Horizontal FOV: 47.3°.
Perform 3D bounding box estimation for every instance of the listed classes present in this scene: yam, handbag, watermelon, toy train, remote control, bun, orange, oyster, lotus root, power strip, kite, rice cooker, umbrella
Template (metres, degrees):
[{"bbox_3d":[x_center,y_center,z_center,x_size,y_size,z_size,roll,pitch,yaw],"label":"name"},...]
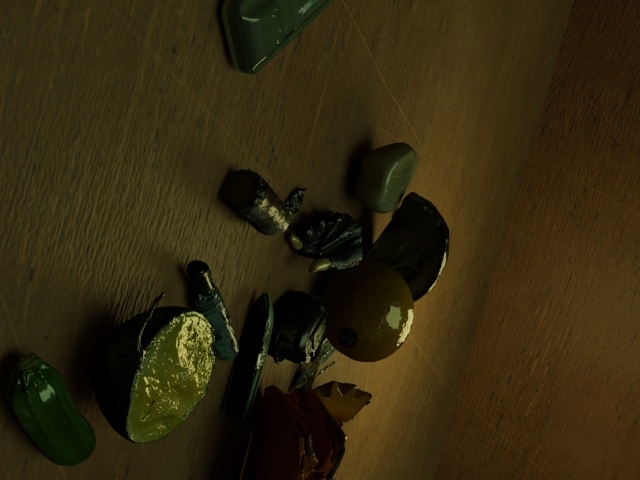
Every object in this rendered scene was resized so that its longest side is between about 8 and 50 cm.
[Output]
[{"bbox_3d":[-0.109,-0.062,1.257,0.079,0.079,0.141,-66,157,-12],"label":"yam"},{"bbox_3d":[-0.076,0.519,1.471,0.303,0.116,0.409,-145,-111,-69],"label":"handbag"},{"bbox_3d":[-0.254,0.184,1.066,0.204,0.127,0.232,-65,156,-13],"label":"watermelon"},{"bbox_3d":[-0.130,0.221,1.422,0.048,0.055,0.251,6,102,-64],"label":"toy train"},{"bbox_3d":[-0.038,-0.402,1.186,0.335,0.066,0.128,-52,151,-34],"label":"remote control"},{"bbox_3d":[0.139,-0.150,1.650,0.173,0.114,0.166,-13,125,-63],"label":"bun"},{"bbox_3d":[0.105,0.158,1.659,0.236,0.236,0.236,-42,142,-46],"label":"orange"},{"bbox_3d":[-0.049,-0.071,1.433,0.083,0.019,0.054,-60,152,-23],"label":"oyster"},{"bbox_3d":[0.211,0.030,1.755,0.142,0.210,0.314,-27,167,-47],"label":"lotus root"},{"bbox_3d":[0.043,0.227,1.797,0.227,0.029,0.079,-38,138,-49],"label":"power strip"},{"bbox_3d":[-0.017,0.323,1.726,0.160,0.010,0.182,-25,142,-42],"label":"kite"},{"bbox_3d":[-0.047,0.181,1.508,0.112,0.107,0.165,86,22,-45],"label":"rice cooker"},{"bbox_3d":[-0.187,0.124,1.253,0.053,0.052,0.250,-25,139,-11],"label":"umbrella"}]

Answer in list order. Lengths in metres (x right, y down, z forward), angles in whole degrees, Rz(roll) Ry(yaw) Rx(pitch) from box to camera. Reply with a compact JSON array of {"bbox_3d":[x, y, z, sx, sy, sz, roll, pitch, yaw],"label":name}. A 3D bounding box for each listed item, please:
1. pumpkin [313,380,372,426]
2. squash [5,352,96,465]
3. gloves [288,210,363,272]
[{"bbox_3d":[-0.007,0.409,1.761,0.254,0.130,0.149,-51,-169,8],"label":"pumpkin"},{"bbox_3d":[-0.356,0.232,0.965,0.077,0.068,0.219,-42,142,-33],"label":"squash"},{"bbox_3d":[-0.001,-0.002,1.513,0.181,0.106,0.129,9,98,-35],"label":"gloves"}]
